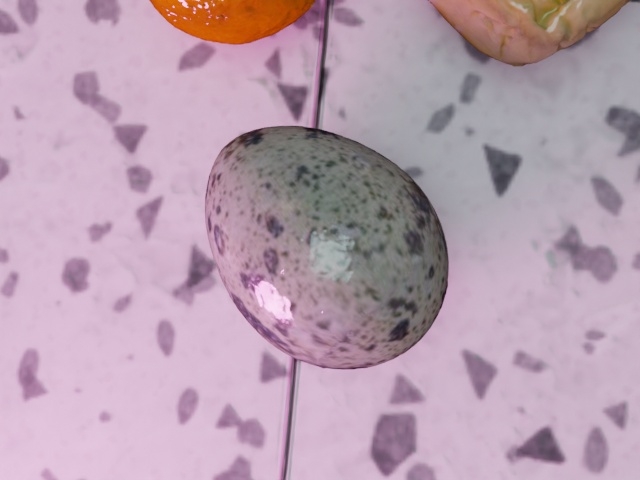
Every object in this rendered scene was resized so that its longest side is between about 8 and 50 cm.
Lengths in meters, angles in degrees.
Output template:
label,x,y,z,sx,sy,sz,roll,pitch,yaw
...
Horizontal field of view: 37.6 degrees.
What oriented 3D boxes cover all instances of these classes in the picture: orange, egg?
label,x,y,z,sx,sy,sz,roll,pitch,yaw
orange,-0.054,-0.191,0.594,0.135,0.117,0.136,-2,85,31
egg,0.000,0.000,0.576,0.132,0.132,0.172,-45,72,5

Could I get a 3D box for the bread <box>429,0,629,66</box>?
label,x,y,z,sx,sy,sz,roll,pitch,yaw
bread,0.159,-0.219,0.562,0.140,0.106,0.236,43,93,-7
